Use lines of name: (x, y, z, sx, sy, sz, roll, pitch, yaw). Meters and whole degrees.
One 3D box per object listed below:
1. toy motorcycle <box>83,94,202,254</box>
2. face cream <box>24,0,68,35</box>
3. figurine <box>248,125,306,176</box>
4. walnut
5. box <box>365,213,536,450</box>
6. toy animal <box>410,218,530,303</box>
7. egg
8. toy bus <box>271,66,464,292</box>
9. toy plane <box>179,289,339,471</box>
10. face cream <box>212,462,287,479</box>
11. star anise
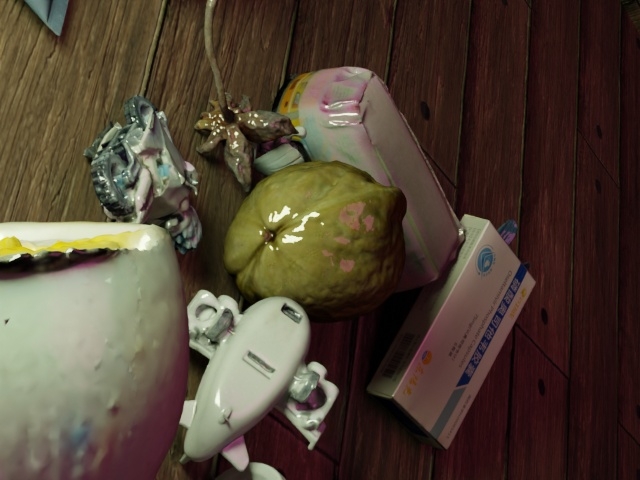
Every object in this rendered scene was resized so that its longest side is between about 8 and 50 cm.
toy motorcycle: (-0.202, -0.057, 1.618, 0.204, 0.108, 0.239, 63, 34, -24)
face cream: (-0.391, -0.394, 1.454, 0.385, 0.086, 0.136, 47, 42, -49)
figurine: (-0.066, -0.128, 1.885, 0.094, 0.086, 0.082, 106, -14, -58)
walnut: (0.000, 0.000, 1.814, 0.227, 0.283, 0.283, 56, 25, 18)
box: (0.222, 0.154, 2.167, 0.200, 0.065, 0.343, 47, 66, -42)
toy animal: (0.268, 0.078, 2.328, 0.176, 0.255, 0.239, -105, -159, -45)
egg: (-0.292, 0.160, 1.173, 0.354, 0.354, 0.340, -13, 102, -60)
toy bus: (0.081, -0.101, 2.059, 0.386, 0.162, 0.171, 59, 36, -28)
toy plane: (-0.097, 0.176, 1.655, 0.252, 0.118, 0.252, 8, 67, -19)
face cream: (-0.014, 0.446, 1.716, 0.370, 0.145, 0.145, 51, 40, -36)
star anise: (-0.102, -0.200, 1.733, 0.227, 0.148, 0.218, 106, -30, -73)
